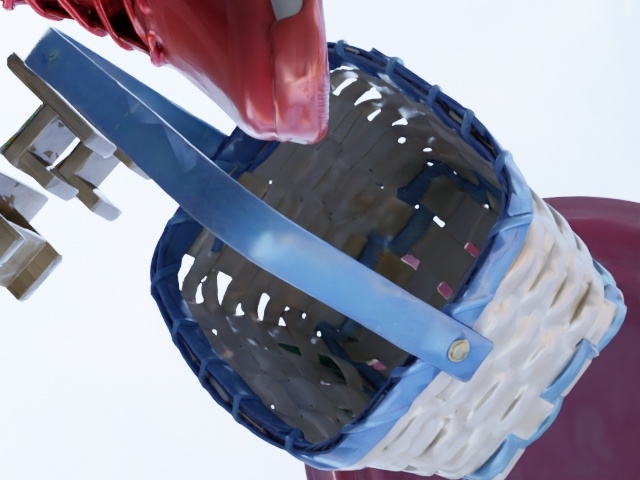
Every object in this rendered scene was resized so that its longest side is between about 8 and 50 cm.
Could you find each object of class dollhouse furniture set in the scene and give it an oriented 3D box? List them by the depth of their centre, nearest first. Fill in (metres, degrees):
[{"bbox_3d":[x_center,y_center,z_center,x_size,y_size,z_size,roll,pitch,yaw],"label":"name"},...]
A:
[{"bbox_3d":[-0.266,-0.041,1.230,0.161,0.242,0.212,43,-87,19],"label":"dollhouse furniture set"}]

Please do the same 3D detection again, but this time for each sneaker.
[{"bbox_3d":[-0.086,-0.087,0.663,0.128,0.087,0.221,-14,-148,-17],"label":"sneaker"}]

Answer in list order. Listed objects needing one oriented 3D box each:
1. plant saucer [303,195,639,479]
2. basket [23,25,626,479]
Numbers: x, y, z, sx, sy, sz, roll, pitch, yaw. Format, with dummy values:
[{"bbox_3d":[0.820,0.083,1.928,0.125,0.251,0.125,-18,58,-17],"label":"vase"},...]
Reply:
[{"bbox_3d":[0.157,0.126,1.226,0.332,0.084,0.332,-6,-124,9],"label":"plant saucer"},{"bbox_3d":[0.000,0.000,0.980,0.201,0.289,0.255,-51,-143,3],"label":"basket"}]
